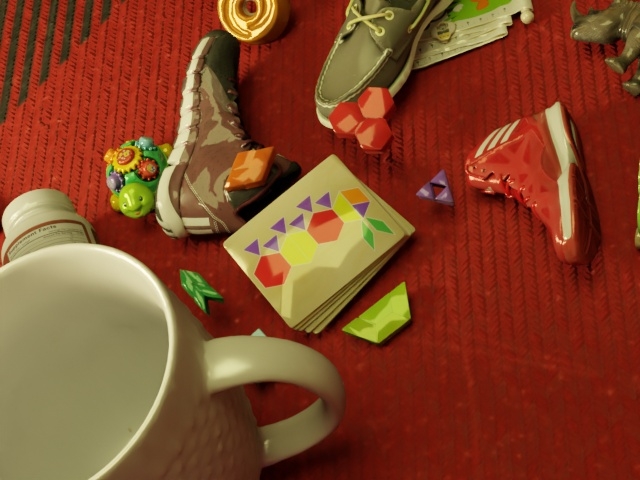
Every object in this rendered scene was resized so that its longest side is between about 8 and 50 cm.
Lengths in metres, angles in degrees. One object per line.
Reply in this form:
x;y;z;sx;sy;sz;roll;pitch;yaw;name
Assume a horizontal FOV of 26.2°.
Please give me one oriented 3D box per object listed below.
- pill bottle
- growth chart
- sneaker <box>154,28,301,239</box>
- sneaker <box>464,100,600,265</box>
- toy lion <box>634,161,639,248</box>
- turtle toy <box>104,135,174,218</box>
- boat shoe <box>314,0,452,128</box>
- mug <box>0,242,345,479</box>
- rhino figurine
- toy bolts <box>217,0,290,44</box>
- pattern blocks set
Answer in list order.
-0.315;0.043;1.661;0.121;0.121;0.216;-30;53;3;pill bottle
0.153;-0.288;1.733;0.237;0.021;0.172;-24;53;7;growth chart
-0.093;-0.126;1.698;0.162;0.106;0.281;5;71;18;sneaker
0.232;-0.047;1.524;0.128;0.087;0.221;-19;42;22;sneaker
0.350;-0.052;1.454;0.034;0.096;0.100;5;63;25;toy lion
-0.231;-0.079;1.735;0.095;0.066;0.130;-20;54;10;turtle toy
0.078;-0.273;1.681;0.109;0.091;0.305;22;69;33;boat shoe
-0.158;0.186;1.376;0.374;0.328;0.276;-17;55;12;mug
0.378;-0.220;1.563;0.106;0.073;0.243;-48;53;-6;rhino figurine
-0.096;-0.387;1.861;0.228;0.158;0.218;17;108;20;toy bolts
0.000;0.000;1.573;0.325;0.026;0.285;-32;69;-1;pattern blocks set
